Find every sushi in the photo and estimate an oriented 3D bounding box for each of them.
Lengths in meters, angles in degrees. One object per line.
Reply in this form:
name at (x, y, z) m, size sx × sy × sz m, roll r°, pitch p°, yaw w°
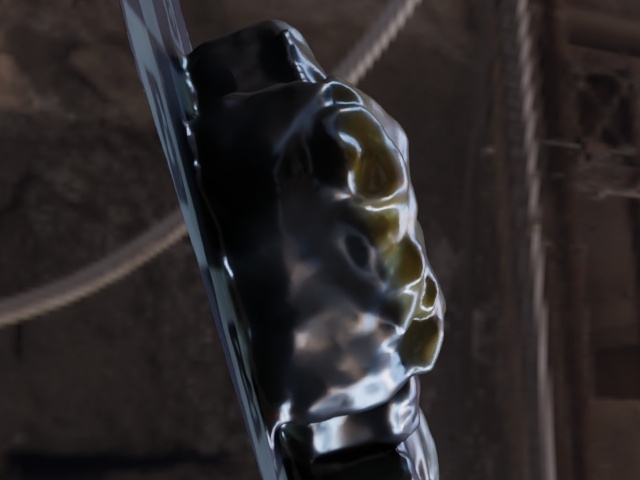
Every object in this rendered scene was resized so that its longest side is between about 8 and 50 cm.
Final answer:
sushi at (0.000, 0.000, 0.576) m, size 0.294 × 0.059 × 0.292 m, roll -104°, pitch 179°, yaw -64°
